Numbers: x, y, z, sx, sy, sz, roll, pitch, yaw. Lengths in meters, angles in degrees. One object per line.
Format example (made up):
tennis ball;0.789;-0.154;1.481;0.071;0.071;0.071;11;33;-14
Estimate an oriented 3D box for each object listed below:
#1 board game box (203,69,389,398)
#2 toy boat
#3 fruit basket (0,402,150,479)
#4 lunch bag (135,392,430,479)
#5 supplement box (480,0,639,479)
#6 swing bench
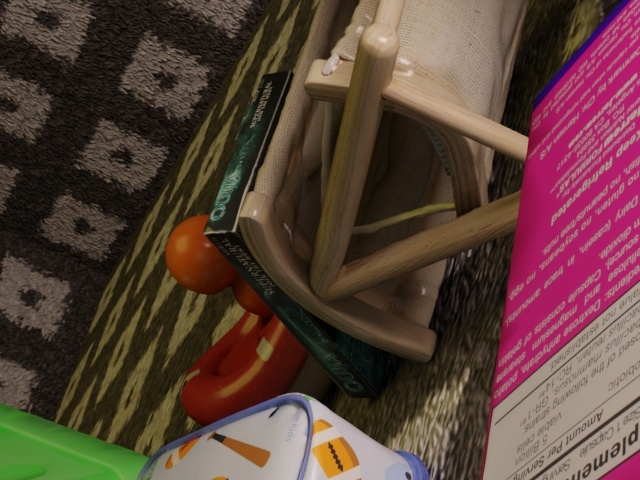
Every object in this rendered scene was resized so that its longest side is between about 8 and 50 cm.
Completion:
board game box;0.000;0.000;0.919;0.026;0.186;0.126;-6;50;32
toy boat;-0.047;0.032;1.082;0.231;0.151;0.151;-63;11;8
fruit basket;-0.216;0.317;1.093;0.283;0.392;0.392;11;72;43
lunch bag;-0.058;0.240;0.763;0.243;0.115;0.303;-27;38;48
supplement box;0.128;0.021;0.439;0.114;0.111;0.220;-51;19;48
swing bench;0.069;-0.107;0.833;0.255;0.165;0.253;-47;22;54
